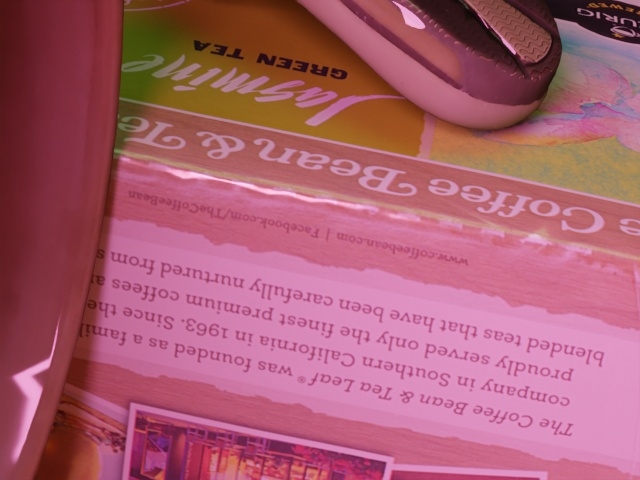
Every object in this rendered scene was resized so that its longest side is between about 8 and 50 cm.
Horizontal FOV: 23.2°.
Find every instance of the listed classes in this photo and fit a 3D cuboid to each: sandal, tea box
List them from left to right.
[{"bbox_3d":[-0.029,-0.133,0.623,0.120,0.086,0.303,-8,49,-39],"label":"sandal"},{"bbox_3d":[0.000,0.000,0.698,0.329,0.220,0.323,11,30,2],"label":"tea box"}]

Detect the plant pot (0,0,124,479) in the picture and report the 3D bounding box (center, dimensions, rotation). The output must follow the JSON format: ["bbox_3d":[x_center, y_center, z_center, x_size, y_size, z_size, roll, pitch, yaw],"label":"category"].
[{"bbox_3d":[-0.235,-0.011,0.380,0.280,0.323,0.323,15,30,8],"label":"plant pot"}]
